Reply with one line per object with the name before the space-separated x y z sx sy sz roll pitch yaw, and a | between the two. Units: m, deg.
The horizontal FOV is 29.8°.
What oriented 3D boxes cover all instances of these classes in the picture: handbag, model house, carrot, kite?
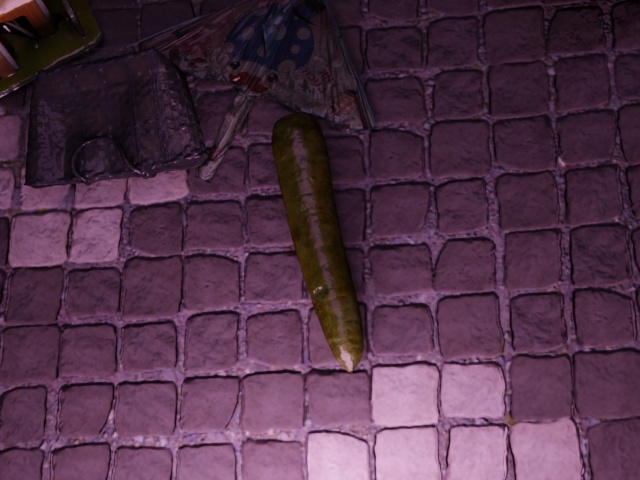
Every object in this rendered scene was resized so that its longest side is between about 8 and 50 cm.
handbag | -0.289 -0.163 1.673 0.270 0.089 0.175 -8 77 13
model house | -0.490 -0.307 1.643 0.300 0.323 0.340 -28 65 -1
carrot | 0.000 0.000 1.555 0.074 0.074 0.358 -15 70 5
kite | -0.088 -0.241 1.705 0.406 0.014 0.368 20 73 18
